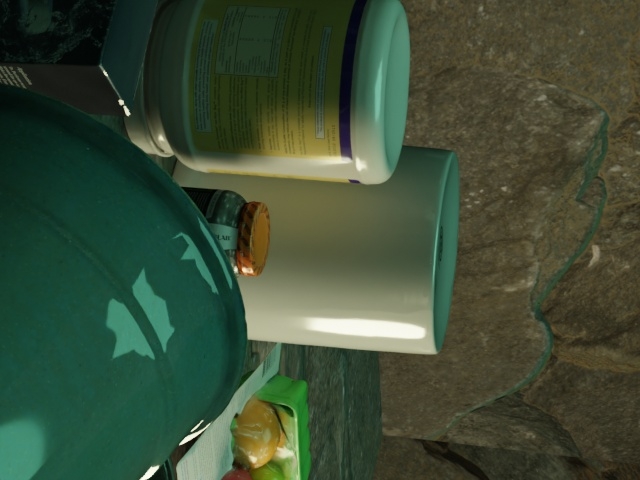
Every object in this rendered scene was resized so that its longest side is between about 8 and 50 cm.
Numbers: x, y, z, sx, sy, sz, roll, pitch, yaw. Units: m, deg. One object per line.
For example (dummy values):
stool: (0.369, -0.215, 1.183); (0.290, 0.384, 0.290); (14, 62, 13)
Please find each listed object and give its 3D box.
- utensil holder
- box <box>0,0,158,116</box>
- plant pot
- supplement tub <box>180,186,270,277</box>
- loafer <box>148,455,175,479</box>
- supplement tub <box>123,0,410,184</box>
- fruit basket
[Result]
utensil holder: (0.000, 0.000, 1.789); (0.327, 0.385, 0.327); (4, 90, -79)
box: (-0.244, -0.206, 1.106); (0.093, 0.158, 0.156); (69, 28, -64)
plant pot: (-0.271, 0.122, 0.789); (0.334, 0.341, 0.341); (-57, 150, -49)
supplement tub: (-0.164, -0.008, 1.476); (0.117, 0.190, 0.117); (5, 90, -77)
loafer: (-0.228, 0.258, 1.530); (0.084, 0.096, 0.267); (-70, 160, -69)
supplement tub: (-0.064, -0.201, 1.533); (0.241, 0.331, 0.241); (5, 90, -78)
fruit basket: (-0.142, 0.379, 1.931); (0.353, 0.165, 0.327); (-44, 139, -49)
